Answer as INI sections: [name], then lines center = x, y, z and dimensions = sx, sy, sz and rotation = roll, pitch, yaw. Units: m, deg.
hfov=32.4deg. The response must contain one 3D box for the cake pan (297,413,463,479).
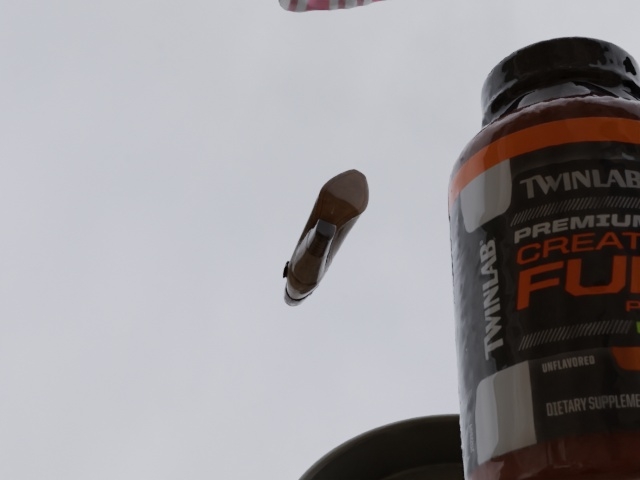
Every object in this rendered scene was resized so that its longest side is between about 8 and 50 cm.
[cake pan]
center = 0.108, 0.258, 0.950
dimensions = 0.293, 0.293, 0.054
rotation = 0, -62, 19

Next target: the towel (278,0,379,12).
[towel]
center = 0.078, -0.214, 0.762
dimensions = 0.197, 0.144, 0.029
rotation = -12, -112, -22

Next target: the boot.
[boot]
center = 0.000, 0.000, 0.952
dimensions = 0.042, 0.118, 0.087
rotation = 30, -47, 3

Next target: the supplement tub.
[supplement tub]
center = 0.103, 0.017, 0.429
dimensions = 0.106, 0.106, 0.197
rotation = -11, -122, 17
